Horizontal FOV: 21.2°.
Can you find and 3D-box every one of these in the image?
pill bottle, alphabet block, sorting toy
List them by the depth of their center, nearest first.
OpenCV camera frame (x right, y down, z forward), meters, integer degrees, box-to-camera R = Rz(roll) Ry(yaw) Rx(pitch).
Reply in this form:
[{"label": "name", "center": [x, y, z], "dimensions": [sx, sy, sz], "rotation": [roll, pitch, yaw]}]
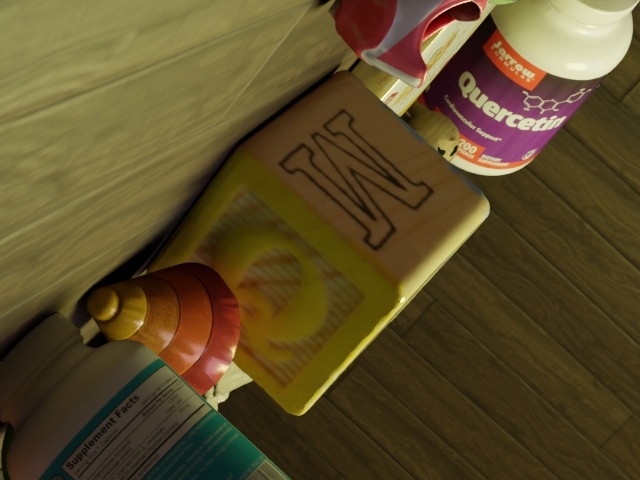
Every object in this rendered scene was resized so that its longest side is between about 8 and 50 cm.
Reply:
[{"label": "pill bottle", "center": [-0.133, 0.176, 1.289], "dimensions": [0.146, 0.264, 0.146], "rotation": [-47, 175, -5]}, {"label": "sorting toy", "center": [-0.231, 0.150, 1.423], "dimensions": [0.365, 0.127, 0.126], "rotation": [-46, 147, 11]}, {"label": "alphabet block", "center": [0.000, 0.000, 1.521], "dimensions": [0.192, 0.193, 0.197], "rotation": [-52, 174, 37]}, {"label": "pill bottle", "center": [0.245, -0.225, 2.015], "dimensions": [0.181, 0.181, 0.323], "rotation": [-45, 175, -36]}]

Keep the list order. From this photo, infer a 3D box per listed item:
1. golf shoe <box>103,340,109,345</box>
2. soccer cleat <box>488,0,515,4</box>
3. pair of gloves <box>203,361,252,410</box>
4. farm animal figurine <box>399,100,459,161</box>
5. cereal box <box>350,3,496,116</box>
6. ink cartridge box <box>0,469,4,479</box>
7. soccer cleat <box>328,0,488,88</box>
[{"label": "golf shoe", "center": [-0.185, 0.157, 1.567], "dimensions": [0.120, 0.105, 0.273], "rotation": [-60, -166, 26]}, {"label": "soccer cleat", "center": [0.201, -0.297, 1.703], "dimensions": [0.121, 0.093, 0.289], "rotation": [-22, -170, 23]}, {"label": "pair of gloves", "center": [-0.162, 0.167, 2.016], "dimensions": [0.240, 0.042, 0.204], "rotation": [-30, 154, -23]}, {"label": "farm animal figurine", "center": [0.034, -0.018, 1.839], "dimensions": [0.330, 0.172, 0.327], "rotation": [-48, 176, -1]}, {"label": "cereal box", "center": [0.094, -0.188, 1.717], "dimensions": [0.173, 0.047, 0.240], "rotation": [-49, 176, 18]}, {"label": "ink cartridge box", "center": [-0.235, 0.310, 1.812], "dimensions": [0.045, 0.224, 0.223], "rotation": [-48, 177, 8]}, {"label": "soccer cleat", "center": [0.111, -0.219, 1.264], "dimensions": [0.248, 0.095, 0.083], "rotation": [-46, 176, -16]}]
